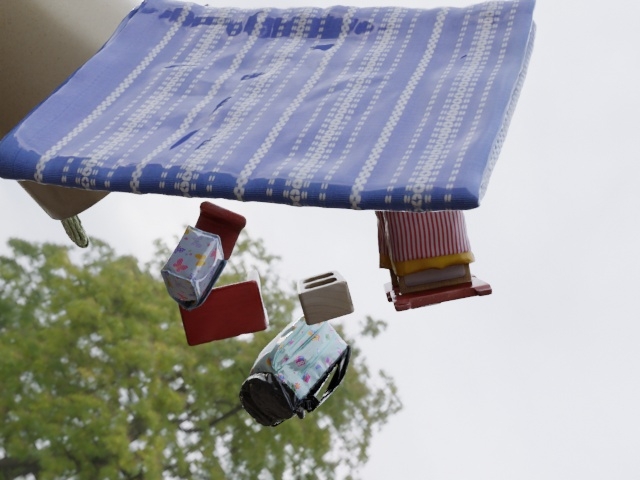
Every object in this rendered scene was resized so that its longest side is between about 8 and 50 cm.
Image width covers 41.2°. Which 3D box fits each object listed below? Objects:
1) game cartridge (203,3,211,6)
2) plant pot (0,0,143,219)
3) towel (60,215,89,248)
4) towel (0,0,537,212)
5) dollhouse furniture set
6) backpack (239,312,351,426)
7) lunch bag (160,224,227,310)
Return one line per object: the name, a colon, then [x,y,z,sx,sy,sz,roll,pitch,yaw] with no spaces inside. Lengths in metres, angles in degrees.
game cartridge: [-0.180,-0.308,1.250,0.056,0.083,0.017,-15,-33,26]
plant pot: [-0.303,-0.204,0.893,0.274,0.256,0.256,43,-25,-30]
towel: [-0.479,-0.056,1.594,0.110,0.027,0.148,16,-49,63]
towel: [-0.034,-0.109,0.591,0.336,0.243,0.040,5,-49,21]
dollhouse furniture set: [0.000,0.000,1.038,0.152,0.374,0.201,-126,-157,-84]
backpack: [-0.037,0.199,1.351,0.115,0.182,0.152,51,-33,-10]
lunch bag: [-0.144,0.035,0.994,0.053,0.071,0.083,21,-31,12]
